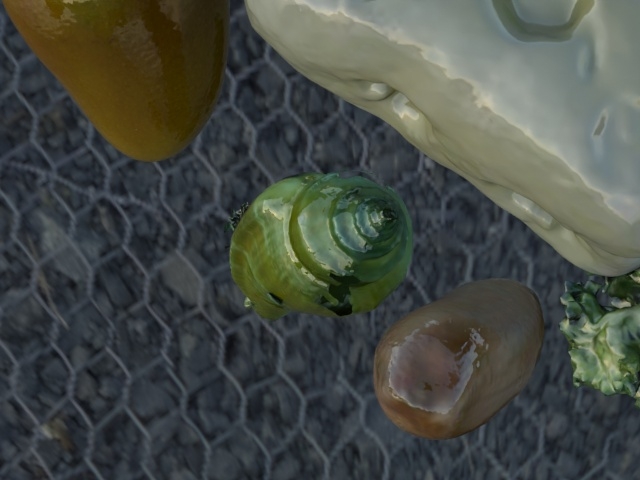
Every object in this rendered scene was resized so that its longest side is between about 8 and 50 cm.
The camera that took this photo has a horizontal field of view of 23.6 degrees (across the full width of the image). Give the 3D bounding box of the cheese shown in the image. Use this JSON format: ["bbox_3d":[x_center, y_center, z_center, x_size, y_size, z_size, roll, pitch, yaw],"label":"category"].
[{"bbox_3d":[0.105,-0.145,0.774,0.251,0.173,0.248,26,81,4],"label":"cheese"}]

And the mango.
[{"bbox_3d":[-0.123,-0.153,0.918,0.138,0.253,0.113,-25,42,-22],"label":"mango"}]

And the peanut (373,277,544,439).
[{"bbox_3d":[0.085,0.066,0.883,0.076,0.076,0.152,44,35,16],"label":"peanut"}]

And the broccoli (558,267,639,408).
[{"bbox_3d":[0.414,0.053,1.522,0.338,0.277,0.317,30,74,38],"label":"broccoli"}]

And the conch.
[{"bbox_3d":[0.000,0.003,0.925,0.095,0.201,0.079,54,54,-15],"label":"conch"}]
